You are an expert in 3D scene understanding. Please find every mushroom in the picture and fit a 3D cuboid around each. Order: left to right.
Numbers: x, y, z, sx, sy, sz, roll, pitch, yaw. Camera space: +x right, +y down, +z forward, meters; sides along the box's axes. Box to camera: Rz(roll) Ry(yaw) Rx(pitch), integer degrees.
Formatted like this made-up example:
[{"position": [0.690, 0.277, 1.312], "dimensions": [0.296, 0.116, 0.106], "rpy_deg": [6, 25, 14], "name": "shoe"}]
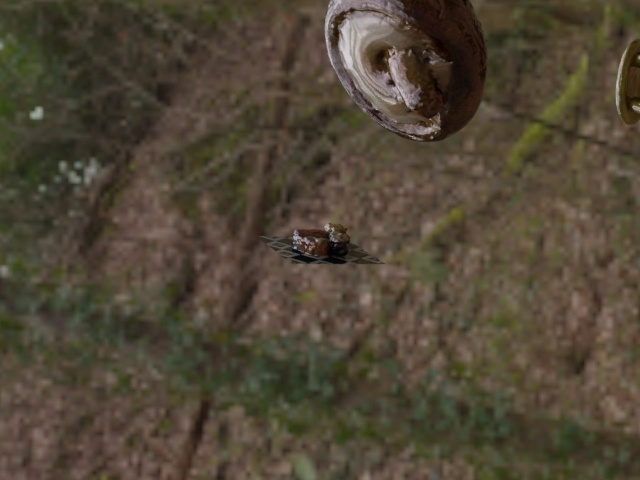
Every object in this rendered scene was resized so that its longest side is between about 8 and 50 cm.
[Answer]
[{"position": [0.108, -0.232, 1.877], "dimensions": [0.194, 0.138, 0.231], "rpy_deg": [37, 150, 37], "name": "mushroom"}]

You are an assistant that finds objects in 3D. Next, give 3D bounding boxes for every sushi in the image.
[{"position": [0.000, 0.000, 1.909], "dimensions": [0.120, 0.126, 0.026], "rpy_deg": [-146, 60, -60], "name": "sushi"}]

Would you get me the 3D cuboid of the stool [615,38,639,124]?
[{"position": [0.443, -0.195, 2.012], "dimensions": [0.135, 0.110, 0.134], "rpy_deg": [-62, -35, -33], "name": "stool"}]
